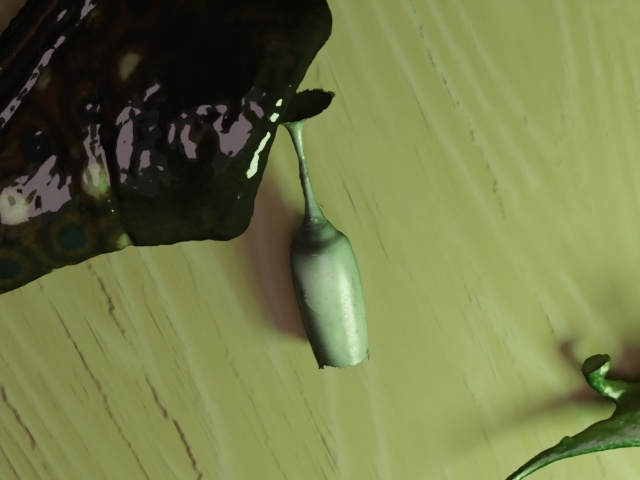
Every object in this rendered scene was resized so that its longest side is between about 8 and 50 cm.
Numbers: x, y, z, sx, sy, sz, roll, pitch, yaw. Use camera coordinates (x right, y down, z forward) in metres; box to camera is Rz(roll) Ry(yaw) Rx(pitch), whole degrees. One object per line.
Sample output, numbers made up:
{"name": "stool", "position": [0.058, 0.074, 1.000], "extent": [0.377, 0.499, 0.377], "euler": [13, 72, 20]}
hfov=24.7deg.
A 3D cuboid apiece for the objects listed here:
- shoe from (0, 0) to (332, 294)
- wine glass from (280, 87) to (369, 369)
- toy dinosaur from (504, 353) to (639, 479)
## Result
{"name": "shoe", "position": [-0.156, -0.076, 1.160], "extent": [0.237, 0.171, 0.384], "euler": [37, 93, 2]}
{"name": "wine glass", "position": [0.000, 0.000, 1.306], "extent": [0.074, 0.074, 0.262], "euler": [-14, 114, -6]}
{"name": "toy dinosaur", "position": [0.407, 0.189, 1.461], "extent": [0.447, 0.087, 0.301], "euler": [-33, 120, 4]}
